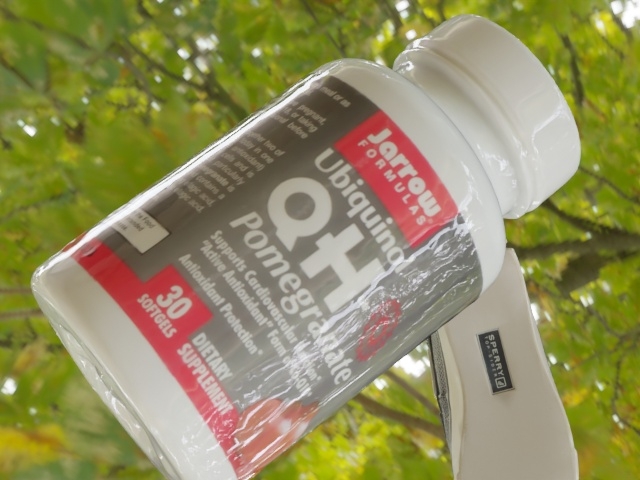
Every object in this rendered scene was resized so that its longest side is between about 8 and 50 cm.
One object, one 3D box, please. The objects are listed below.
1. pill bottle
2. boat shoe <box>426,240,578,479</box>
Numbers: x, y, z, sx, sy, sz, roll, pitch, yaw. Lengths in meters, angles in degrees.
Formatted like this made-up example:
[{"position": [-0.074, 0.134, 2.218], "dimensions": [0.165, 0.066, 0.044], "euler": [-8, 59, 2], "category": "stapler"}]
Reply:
[{"position": [0.000, 0.000, 0.826], "dimensions": [0.318, 0.176, 0.176], "euler": [-37, -125, -15], "category": "pill bottle"}, {"position": [0.178, 0.152, 1.378], "dimensions": [0.127, 0.158, 0.340], "euler": [-8, -89, 1], "category": "boat shoe"}]
